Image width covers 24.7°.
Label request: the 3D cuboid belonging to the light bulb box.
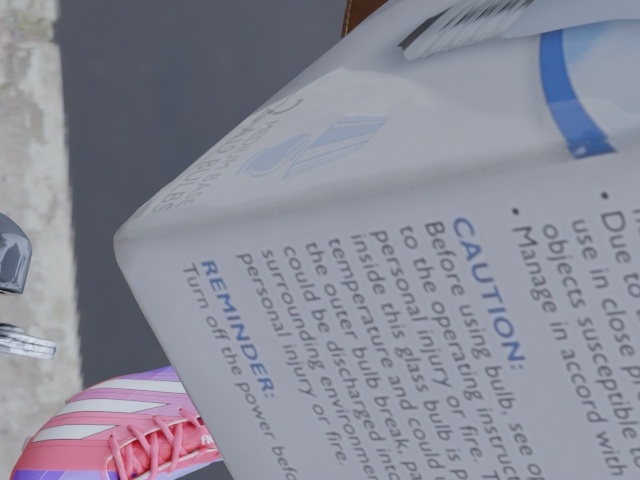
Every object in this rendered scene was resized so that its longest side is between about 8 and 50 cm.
[{"bbox_3d":[0.199,-0.019,0.481,0.358,0.361,0.225,-46,116,-44],"label":"light bulb box"}]

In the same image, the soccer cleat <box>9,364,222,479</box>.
[{"bbox_3d":[-0.091,0.124,0.974,0.248,0.095,0.083,-25,116,-37],"label":"soccer cleat"}]

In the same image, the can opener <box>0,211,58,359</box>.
[{"bbox_3d":[-0.252,0.022,0.800,0.074,0.280,0.093,22,76,-55],"label":"can opener"}]

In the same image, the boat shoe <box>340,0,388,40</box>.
[{"bbox_3d":[0.072,-0.270,1.274,0.104,0.111,0.307,7,102,-58],"label":"boat shoe"}]
